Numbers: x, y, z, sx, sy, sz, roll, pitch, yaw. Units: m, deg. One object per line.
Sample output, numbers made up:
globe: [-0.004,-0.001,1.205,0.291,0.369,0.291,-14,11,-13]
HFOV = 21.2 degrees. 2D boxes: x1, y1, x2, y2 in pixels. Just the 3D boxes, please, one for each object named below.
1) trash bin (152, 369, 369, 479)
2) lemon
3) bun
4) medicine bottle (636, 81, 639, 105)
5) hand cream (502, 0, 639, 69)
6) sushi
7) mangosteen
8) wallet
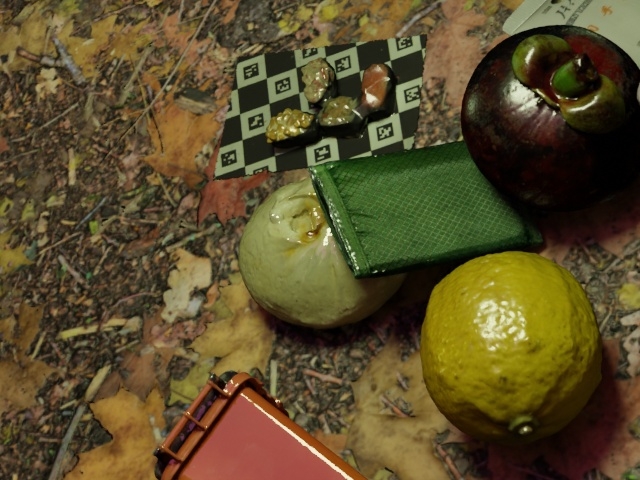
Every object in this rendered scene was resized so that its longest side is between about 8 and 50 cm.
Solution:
trash bin: [-0.047,0.262,1.850,0.238,0.184,0.161,30,79,31]
lemon: [0.200,0.113,1.798,0.192,0.192,0.231,-19,48,16]
bun: [0.000,0.000,2.007,0.222,0.127,0.222,-14,56,21]
medicine bottle: [0.505,-0.127,1.753,0.302,0.241,0.241,-27,53,10]
hand cream: [0.361,-0.242,2.003,0.140,0.089,0.314,-48,45,-9]
sushi: [-0.007,-0.180,2.171,0.279,0.043,0.193,-4,60,25]
mangosteen: [0.271,-0.135,1.892,0.216,0.216,0.216,-13,57,20]
wallet: [0.118,-0.035,1.948,0.236,0.055,0.160,-11,54,-19]
